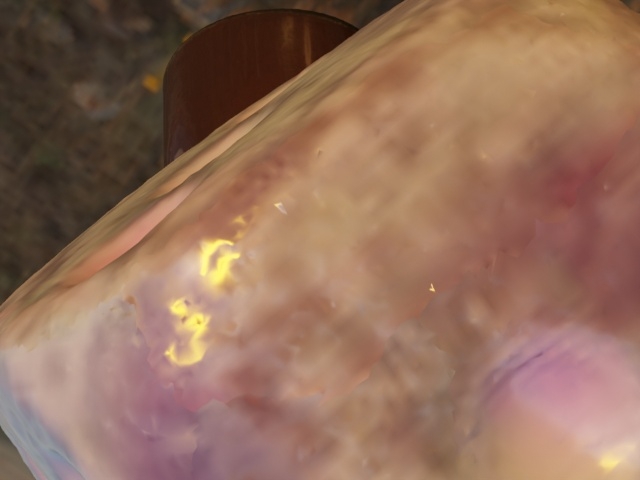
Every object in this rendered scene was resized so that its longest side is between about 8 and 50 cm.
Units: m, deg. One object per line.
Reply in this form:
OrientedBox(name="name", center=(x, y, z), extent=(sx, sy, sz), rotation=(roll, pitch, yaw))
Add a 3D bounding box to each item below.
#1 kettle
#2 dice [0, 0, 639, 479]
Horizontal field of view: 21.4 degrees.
OrientedBox(name="kettle", center=(0.000, 0.000, 0.997), extent=(0.202, 0.232, 0.144), rotation=(6, 144, -13))
OrientedBox(name="dice", center=(0.041, 0.067, 0.684), extent=(0.270, 0.270, 0.271), rotation=(54, 164, -9))
